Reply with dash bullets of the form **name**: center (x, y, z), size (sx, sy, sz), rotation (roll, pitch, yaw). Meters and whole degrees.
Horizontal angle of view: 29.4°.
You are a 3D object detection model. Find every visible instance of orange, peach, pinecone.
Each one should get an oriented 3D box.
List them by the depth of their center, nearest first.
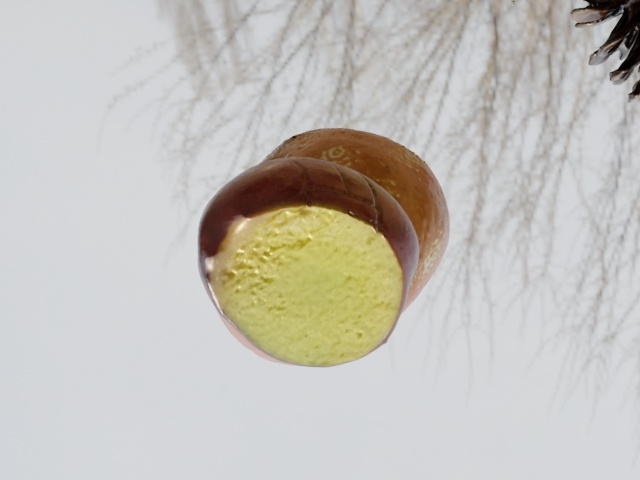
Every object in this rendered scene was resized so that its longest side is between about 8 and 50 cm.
- **pinecone**: center (0.447, -0.249, 1.469), size (0.246, 0.292, 0.246), rotation (-26, 170, -5)
- **peach**: center (-0.034, 0.016, 1.490), size (0.245, 0.275, 0.248), rotation (19, -99, 57)
- **orange**: center (0.000, 0.000, 1.976), size (0.424, 0.326, 0.424), rotation (-41, -171, 7)

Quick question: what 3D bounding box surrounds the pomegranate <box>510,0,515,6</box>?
- **pomegranate**: center (0.246, -0.444, 1.709), size (0.210, 0.235, 0.210), rotation (-33, -163, 12)
